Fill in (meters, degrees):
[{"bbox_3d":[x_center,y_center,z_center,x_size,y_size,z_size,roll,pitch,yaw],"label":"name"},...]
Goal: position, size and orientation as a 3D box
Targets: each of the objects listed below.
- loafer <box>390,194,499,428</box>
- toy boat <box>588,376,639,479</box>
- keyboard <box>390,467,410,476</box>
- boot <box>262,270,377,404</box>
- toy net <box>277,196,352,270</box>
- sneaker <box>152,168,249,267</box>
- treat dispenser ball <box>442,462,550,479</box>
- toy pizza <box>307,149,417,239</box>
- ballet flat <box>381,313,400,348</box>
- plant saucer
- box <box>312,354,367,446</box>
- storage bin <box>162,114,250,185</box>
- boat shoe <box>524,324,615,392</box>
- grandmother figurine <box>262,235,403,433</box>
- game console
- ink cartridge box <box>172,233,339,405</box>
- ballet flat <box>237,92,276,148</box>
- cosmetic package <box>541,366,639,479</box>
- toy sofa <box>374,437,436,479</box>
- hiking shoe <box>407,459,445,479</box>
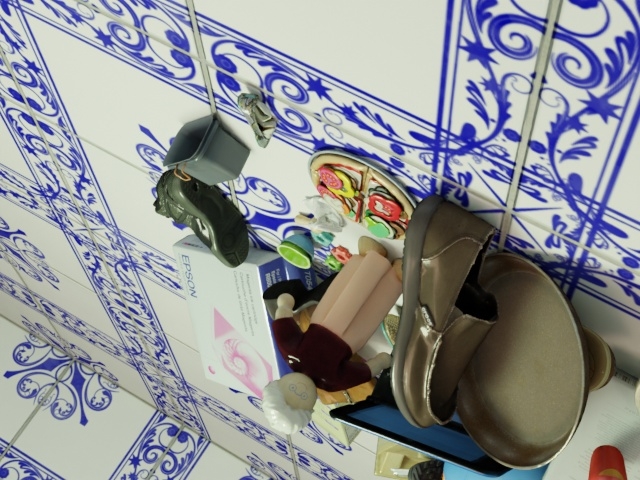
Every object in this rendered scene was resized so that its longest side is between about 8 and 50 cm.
[{"bbox_3d":[0.184,0.120,1.574,0.130,0.134,0.366,13,120,24],"label":"loafer"},{"bbox_3d":[0.492,0.290,1.484,0.267,0.148,0.318,43,122,-16],"label":"toy boat"},{"bbox_3d":[0.269,0.463,2.170,0.255,0.014,0.072,-1,164,20],"label":"keyboard"},{"bbox_3d":[0.048,0.198,1.983,0.264,0.096,0.281,-10,119,35],"label":"boot"},{"bbox_3d":[0.000,0.000,1.858,0.122,0.045,0.232,33,158,3],"label":"toy net"},{"bbox_3d":[-0.222,-0.046,2.026,0.130,0.087,0.227,9,144,50],"label":"sneaker"},{"bbox_3d":[0.354,0.419,1.903,0.288,0.288,0.288,29,158,13],"label":"treat dispenser ball"},{"bbox_3d":[0.062,-0.061,1.663,0.201,0.032,0.201,29,157,13],"label":"toy pizza"},{"bbox_3d":[0.179,0.195,2.007,0.067,0.073,0.206,-12,139,24],"label":"ballet flat"},{"bbox_3d":[0.285,0.171,1.590,0.050,0.311,0.310,-3,177,-30],"label":"plant saucer"},{"bbox_3d":[0.000,0.292,2.330,0.213,0.117,0.243,33,159,26],"label":"box"},{"bbox_3d":[-0.183,-0.133,1.790,0.091,0.098,0.135,32,161,-25],"label":"storage bin"},{"bbox_3d":[0.335,0.175,1.690,0.123,0.123,0.342,8,172,-32],"label":"boat shoe"},{"bbox_3d":[0.014,0.155,1.760,0.207,0.342,0.104,28,157,14],"label":"grandmother figurine"},{"bbox_3d":[0.205,0.250,1.775,0.293,0.250,0.173,17,156,25],"label":"game console"},{"bbox_3d":[-0.130,0.165,2.167,0.330,0.071,0.324,12,123,41],"label":"ink cartridge box"},{"bbox_3d":[-0.087,-0.176,1.632,0.041,0.041,0.114,20,156,31],"label":"ballet flat"},{"bbox_3d":[0.526,0.395,1.635,0.377,0.285,0.097,28,-167,16],"label":"cosmetic package"},{"bbox_3d":[0.229,0.385,2.241,0.150,0.177,0.362,11,160,-9],"label":"toy sofa"},{"bbox_3d":[0.254,0.472,2.072,0.226,0.086,0.114,17,151,-18],"label":"hiking shoe"}]
